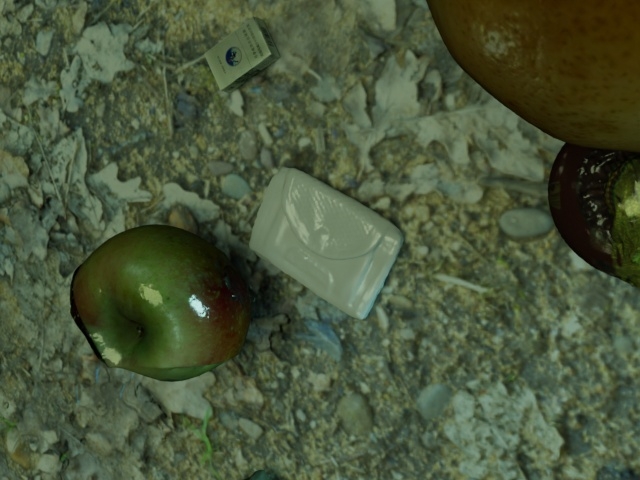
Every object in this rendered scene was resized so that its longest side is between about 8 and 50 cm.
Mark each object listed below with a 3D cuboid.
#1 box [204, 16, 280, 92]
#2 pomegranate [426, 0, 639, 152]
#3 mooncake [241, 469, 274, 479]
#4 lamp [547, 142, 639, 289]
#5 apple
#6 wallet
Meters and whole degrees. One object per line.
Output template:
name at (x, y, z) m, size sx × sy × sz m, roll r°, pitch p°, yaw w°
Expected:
box at (-0.095, -0.222, 0.877) m, size 0.083 × 0.024 × 0.054 m, roll -28°, pitch 83°, yaw 26°
pomegranate at (0.251, -0.246, 0.495) m, size 0.417 × 0.417 × 0.416 m, roll 3°, pitch 95°, yaw 28°
mooncake at (-0.080, 0.361, 0.888) m, size 0.130 × 0.073 × 0.125 m, roll -44°, pitch 71°, yaw 22°
lamp at (0.275, -0.042, 0.626) m, size 0.157 × 0.135 × 0.156 m, roll 34°, pitch 108°, yaw 25°
apple at (-0.178, 0.069, 0.855) m, size 0.207 × 0.188 × 0.174 m, roll 25°, pitch 110°, yaw 17°
wallet at (0.000, 0.000, 0.839) m, size 0.183 × 0.032 × 0.124 m, roll 32°, pitch 111°, yaw 22°
